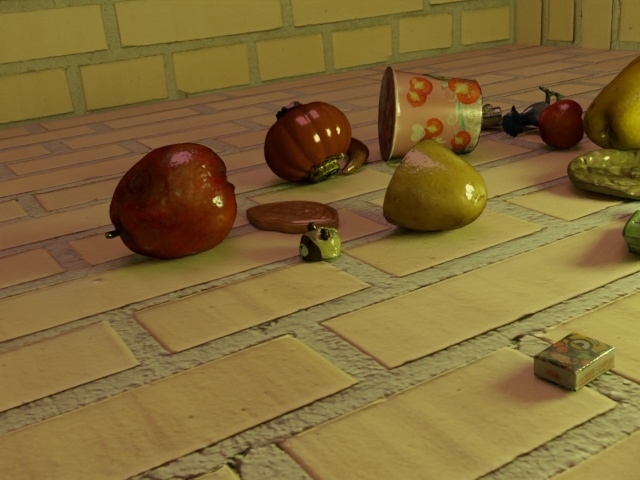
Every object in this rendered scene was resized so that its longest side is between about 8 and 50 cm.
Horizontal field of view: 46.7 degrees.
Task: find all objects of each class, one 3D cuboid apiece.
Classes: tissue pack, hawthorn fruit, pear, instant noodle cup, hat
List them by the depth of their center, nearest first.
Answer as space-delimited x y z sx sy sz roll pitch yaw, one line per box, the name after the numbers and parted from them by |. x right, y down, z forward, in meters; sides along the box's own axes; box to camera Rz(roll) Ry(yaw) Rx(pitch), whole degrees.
0.308 0.147 0.902 0.083 0.035 0.063 -20 26 -32 | tissue pack
-0.001 0.000 1.338 0.076 0.059 0.077 -2 15 -6 | hat
-0.283 -0.065 1.371 0.260 0.224 0.224 -29 29 -22 | hawthorn fruit
0.776 -0.291 1.684 0.336 0.285 0.285 -34 18 10 | pear
0.615 -0.299 1.906 0.140 0.125 0.125 1 19 40 | hawthorn fruit
0.278 -0.319 1.910 0.231 0.243 0.243 1 20 -5 | instant noodle cup

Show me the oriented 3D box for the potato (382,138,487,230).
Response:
0.231 -0.085 1.392 0.158 0.178 0.203 27 9 29 | potato

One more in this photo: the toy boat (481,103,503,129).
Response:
0.439 -0.352 2.182 0.210 0.066 0.084 -9 -15 15 | toy boat

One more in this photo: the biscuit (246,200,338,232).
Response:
-0.055 -0.053 1.532 0.220 0.029 0.142 9 24 33 | biscuit

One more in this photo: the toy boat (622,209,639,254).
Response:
0.582 -0.027 1.279 0.093 0.055 0.293 11 25 35 | toy boat

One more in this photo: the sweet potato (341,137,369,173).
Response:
0.088 -0.229 1.937 0.078 0.058 0.255 -20 22 7 | sweet potato

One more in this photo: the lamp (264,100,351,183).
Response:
-0.032 -0.237 1.780 0.223 0.197 0.223 -31 -8 -5 | lamp

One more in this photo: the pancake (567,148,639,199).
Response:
0.647 -0.131 1.558 0.241 0.050 0.242 -4 29 2 | pancake

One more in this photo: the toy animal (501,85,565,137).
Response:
0.617 -0.347 2.105 0.255 0.176 0.239 23 7 -33 | toy animal
